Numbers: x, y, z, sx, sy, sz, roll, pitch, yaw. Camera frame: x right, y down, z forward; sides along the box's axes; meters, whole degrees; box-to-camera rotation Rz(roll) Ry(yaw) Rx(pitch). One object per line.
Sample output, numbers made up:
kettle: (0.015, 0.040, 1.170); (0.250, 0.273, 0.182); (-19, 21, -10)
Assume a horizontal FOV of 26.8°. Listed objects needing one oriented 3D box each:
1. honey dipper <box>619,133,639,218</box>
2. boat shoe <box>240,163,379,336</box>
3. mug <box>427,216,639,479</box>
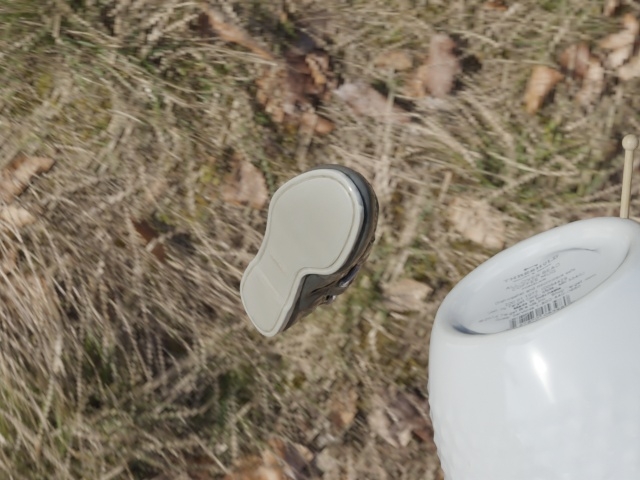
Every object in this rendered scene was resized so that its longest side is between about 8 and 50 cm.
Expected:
honey dipper: (0.333, -0.037, 1.469); (0.030, 0.030, 0.160); (-7, 112, -19)
boat shoe: (0.000, 0.000, 1.467); (0.095, 0.335, 0.112); (-27, 76, -30)
mug: (0.271, 0.146, 0.990); (0.374, 0.276, 0.328); (-21, 108, 26)
